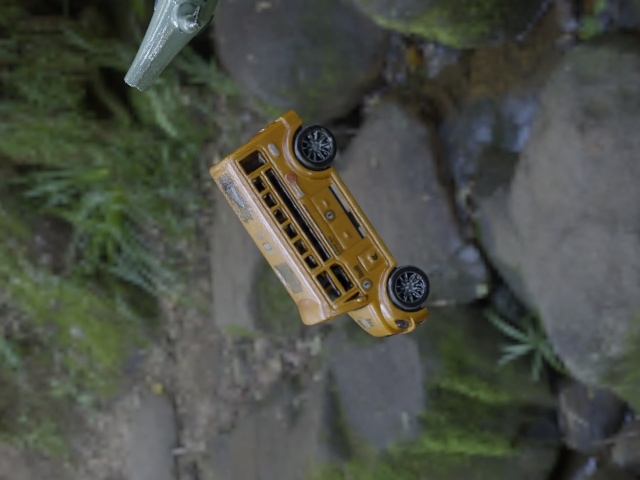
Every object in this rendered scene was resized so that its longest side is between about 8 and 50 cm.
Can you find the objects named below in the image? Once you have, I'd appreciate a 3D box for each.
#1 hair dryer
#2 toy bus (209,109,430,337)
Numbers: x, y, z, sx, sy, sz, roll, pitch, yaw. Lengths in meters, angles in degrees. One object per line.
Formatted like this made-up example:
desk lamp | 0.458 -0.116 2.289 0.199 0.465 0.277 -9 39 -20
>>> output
hair dryer | -0.163 -0.212 1.627 0.167 0.067 0.199 -54 18 25
toy bus | 0.000 0.000 1.159 0.194 0.088 0.083 56 163 -4
